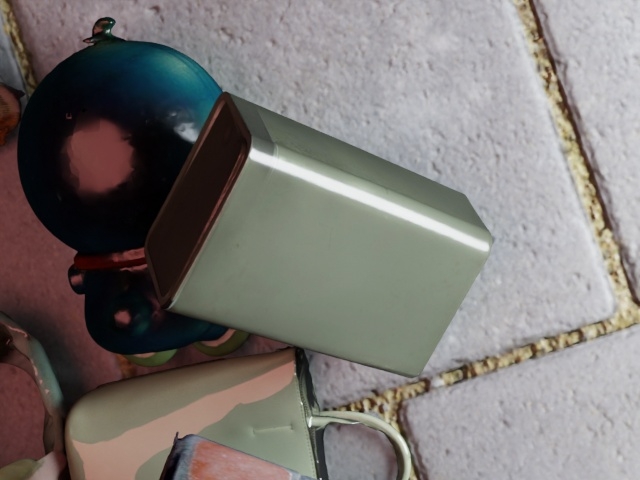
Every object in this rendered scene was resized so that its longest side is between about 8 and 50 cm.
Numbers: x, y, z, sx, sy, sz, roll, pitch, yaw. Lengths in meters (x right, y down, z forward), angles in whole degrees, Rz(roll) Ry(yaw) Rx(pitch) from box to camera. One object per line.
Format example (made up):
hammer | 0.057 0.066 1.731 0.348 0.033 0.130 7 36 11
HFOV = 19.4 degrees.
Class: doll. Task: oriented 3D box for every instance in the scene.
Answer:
doll | -0.160 -0.040 1.671 0.199 0.186 0.322 -14 92 18

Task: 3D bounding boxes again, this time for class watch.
watch | -0.356 0.190 1.778 0.253 0.162 0.241 -29 76 -13

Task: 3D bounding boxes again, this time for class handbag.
handbag | -0.075 0.221 1.708 0.315 0.109 0.241 -7 94 23

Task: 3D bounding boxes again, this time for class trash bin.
trash bin | 0.000 0.000 1.562 0.164 0.240 0.122 -62 25 20

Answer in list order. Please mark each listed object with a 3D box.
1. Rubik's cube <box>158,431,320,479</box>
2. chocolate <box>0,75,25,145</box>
Rubik's cube | -0.027 0.417 1.515 0.363 0.362 0.358 19 107 0
chocolate | -0.389 -0.169 1.794 0.221 0.221 0.147 -23 59 27
